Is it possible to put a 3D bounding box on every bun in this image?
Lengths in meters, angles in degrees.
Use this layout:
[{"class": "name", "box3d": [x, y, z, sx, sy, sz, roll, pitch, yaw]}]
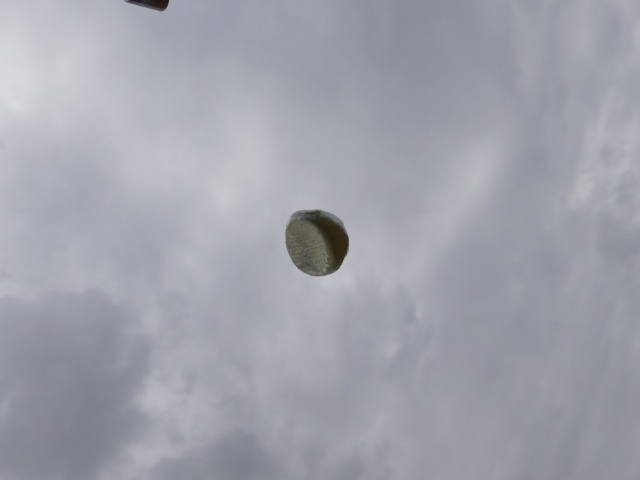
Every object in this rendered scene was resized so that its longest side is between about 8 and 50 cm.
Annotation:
[{"class": "bun", "box3d": [0.000, 0.000, 1.131, 0.054, 0.086, 0.086, -27, -58, -43]}]

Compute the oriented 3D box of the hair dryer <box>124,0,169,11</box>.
[{"class": "hair dryer", "box3d": [-0.251, -0.406, 1.442, 0.063, 0.037, 0.114, 7, -66, -33]}]
